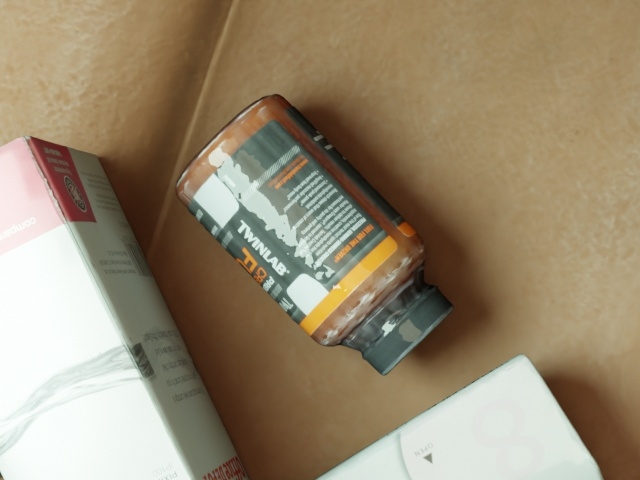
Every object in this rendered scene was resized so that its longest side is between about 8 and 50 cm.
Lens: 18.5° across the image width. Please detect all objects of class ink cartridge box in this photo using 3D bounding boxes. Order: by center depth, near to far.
[{"bbox_3d":[-0.161,0.084,1.318,0.117,0.207,0.283,-26,86,4],"label":"ink cartridge box"},{"bbox_3d":[0.119,0.223,1.336,0.189,0.066,0.232,-32,81,-2],"label":"ink cartridge box"}]

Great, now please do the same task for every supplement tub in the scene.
[{"bbox_3d":[0.000,0.000,1.360,0.106,0.106,0.198,-44,85,2],"label":"supplement tub"}]
